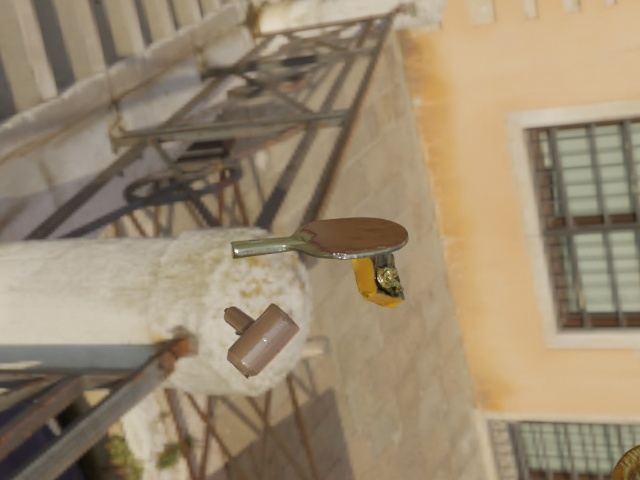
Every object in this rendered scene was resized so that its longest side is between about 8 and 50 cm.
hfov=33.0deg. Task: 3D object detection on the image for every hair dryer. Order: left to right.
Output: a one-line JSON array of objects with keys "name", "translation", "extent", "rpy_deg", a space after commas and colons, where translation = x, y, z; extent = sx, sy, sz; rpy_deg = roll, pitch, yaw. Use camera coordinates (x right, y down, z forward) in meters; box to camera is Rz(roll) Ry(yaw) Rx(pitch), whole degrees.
[{"name": "hair dryer", "translation": [-0.118, 0.145, 1.745], "extent": [0.117, 0.181, 0.064], "rpy_deg": [-46, 119, -10]}]

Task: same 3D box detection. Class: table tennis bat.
[{"name": "table tennis bat", "translation": [0.000, 0.000, 1.409], "extent": [0.131, 0.234, 0.022], "rpy_deg": [-123, -151, -65]}]

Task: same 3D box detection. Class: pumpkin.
[{"name": "pumpkin", "translation": [0.084, 0.050, 1.537], "extent": [0.074, 0.054, 0.083], "rpy_deg": [19, 53, -53]}]

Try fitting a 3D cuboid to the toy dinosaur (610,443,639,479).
[{"name": "toy dinosaur", "translation": [0.372, 0.327, 1.104], "extent": [0.092, 0.205, 0.393], "rpy_deg": [-19, 134, -60]}]
